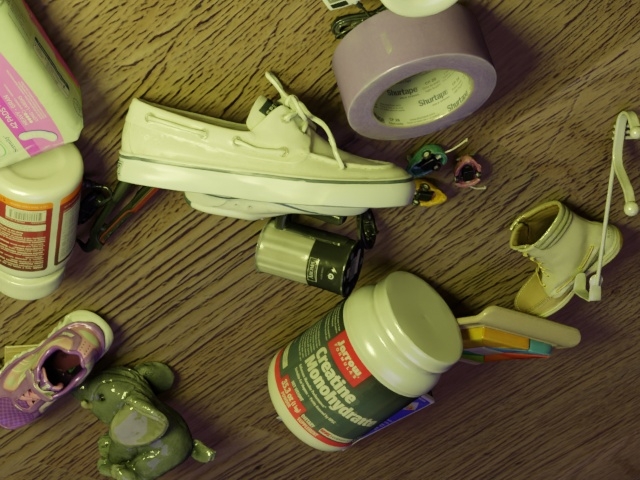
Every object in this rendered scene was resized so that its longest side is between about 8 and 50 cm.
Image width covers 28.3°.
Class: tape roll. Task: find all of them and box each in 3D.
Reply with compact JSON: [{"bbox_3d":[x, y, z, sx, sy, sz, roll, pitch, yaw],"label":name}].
[{"bbox_3d":[0.114,-0.204,1.544,0.189,0.080,0.189,-13,157,-6],"label":"tape roll"}]

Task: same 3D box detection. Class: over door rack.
[{"bbox_3d":[0.526,-0.039,1.848,0.240,0.108,0.324,-4,125,-13],"label":"over door rack"}]

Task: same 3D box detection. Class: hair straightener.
[{"bbox_3d":[-0.284,-0.060,1.674,0.089,0.047,0.230,34,130,-20],"label":"hair straightener"}]

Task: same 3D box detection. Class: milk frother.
[{"bbox_3d":[0.000,0.000,1.798,0.135,0.129,0.143,16,-171,17],"label":"milk frother"}]

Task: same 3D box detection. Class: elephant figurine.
[{"bbox_3d":[-0.298,0.266,2.000,0.186,0.169,0.239,-30,134,-29],"label":"elephant figurine"}]

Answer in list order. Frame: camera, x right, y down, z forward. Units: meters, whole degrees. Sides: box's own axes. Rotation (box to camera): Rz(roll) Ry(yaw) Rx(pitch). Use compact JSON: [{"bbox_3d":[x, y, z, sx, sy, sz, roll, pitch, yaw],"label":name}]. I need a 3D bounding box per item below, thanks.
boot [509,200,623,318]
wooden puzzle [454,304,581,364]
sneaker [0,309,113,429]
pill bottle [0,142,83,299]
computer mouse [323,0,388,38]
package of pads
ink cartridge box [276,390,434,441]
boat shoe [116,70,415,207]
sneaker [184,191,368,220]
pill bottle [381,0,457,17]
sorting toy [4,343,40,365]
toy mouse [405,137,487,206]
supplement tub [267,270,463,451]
[{"bbox_3d":[0.342,0.031,1.960,0.165,0.077,0.213,20,126,-38],"label":"boot"},{"bbox_3d":[0.268,0.165,2.072,0.221,0.044,0.239,17,157,-34],"label":"wooden puzzle"},{"bbox_3d":[-0.409,0.205,1.872,0.095,0.104,0.236,42,109,-17],"label":"sneaker"},{"bbox_3d":[-0.368,-0.029,1.606,0.121,0.121,0.221,-1,141,-17],"label":"pill bottle"},{"bbox_3d":[0.029,-0.300,1.459,0.106,0.042,0.193,-23,148,18],"label":"computer mouse"},{"bbox_3d":[-0.439,-0.165,1.426,0.297,0.101,0.229,-18,142,6],"label":"package of pads"},{"bbox_3d":[0.059,0.279,2.209,0.208,0.045,0.206,-32,140,20],"label":"ink cartridge box"},{"bbox_3d":[-0.060,-0.129,1.558,0.367,0.156,0.136,7,-174,1],"label":"boat shoe"},{"bbox_3d":[-0.058,-0.071,1.697,0.258,0.094,0.091,9,148,-16],"label":"sneaker"},{"bbox_3d":[0.089,-0.328,1.321,0.103,0.184,0.103,-9,143,-7],"label":"pill bottle"},{"bbox_3d":[-0.465,0.176,1.928,0.083,0.012,0.062,-2,139,-16],"label":"sorting toy"},{"bbox_3d":[0.171,-0.103,1.765,0.161,0.031,0.143,1,141,-20],"label":"toy mouse"},{"bbox_3d":[0.067,0.189,1.974,0.191,0.191,0.272,22,130,-39],"label":"supplement tub"}]
